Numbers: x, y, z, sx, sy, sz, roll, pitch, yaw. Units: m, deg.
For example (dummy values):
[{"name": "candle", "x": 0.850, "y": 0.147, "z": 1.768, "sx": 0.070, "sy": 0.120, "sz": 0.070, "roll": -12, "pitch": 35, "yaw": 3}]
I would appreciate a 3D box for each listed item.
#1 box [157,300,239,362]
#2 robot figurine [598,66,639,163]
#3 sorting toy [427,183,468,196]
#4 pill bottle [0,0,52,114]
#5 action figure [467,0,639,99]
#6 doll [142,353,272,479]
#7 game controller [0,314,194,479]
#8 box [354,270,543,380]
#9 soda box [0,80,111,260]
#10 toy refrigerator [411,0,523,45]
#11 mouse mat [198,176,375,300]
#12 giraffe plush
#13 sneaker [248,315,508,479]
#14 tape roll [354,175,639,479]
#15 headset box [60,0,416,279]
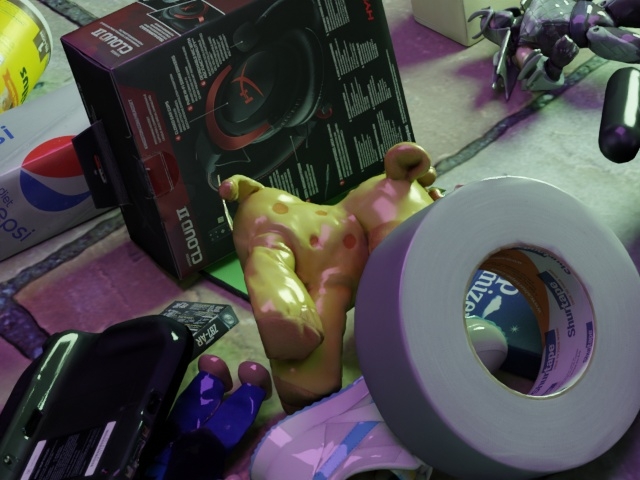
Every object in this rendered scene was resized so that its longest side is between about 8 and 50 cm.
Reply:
[{"name": "box", "x": -0.117, "y": 0.077, "z": 1.457, "sx": 0.067, "sy": 0.018, "sz": 0.083, "roll": -40, "pitch": 24, "yaw": -32}, {"name": "robot figurine", "x": 0.349, "y": -0.067, "z": 1.421, "sx": 0.173, "sy": 0.209, "sz": 0.278, "roll": -26, "pitch": 31, "yaw": 31}, {"name": "sorting toy", "x": 0.131, "y": -0.031, "z": 1.551, "sx": 0.083, "sy": 0.012, "sz": 0.062, "roll": 4, "pitch": 41, "yaw": 8}, {"name": "pill bottle", "x": -0.356, "y": -0.151, "z": 1.735, "sx": 0.117, "sy": 0.117, "sz": 0.215, "roll": 4, "pitch": 42, "yaw": 18}, {"name": "action figure", "x": 0.274, "y": -0.208, "z": 1.670, "sx": 0.285, "sy": 0.099, "sz": 0.185, "roll": 6, "pitch": 59, "yaw": 27}, {"name": "doll", "x": -0.112, "y": 0.166, "z": 1.350, "sx": 0.129, "sy": 0.046, "sz": 0.189, "roll": 8, "pitch": 41, "yaw": 26}, {"name": "game controller", "x": -0.200, "y": 0.178, "z": 1.324, "sx": 0.166, "sy": 0.067, "sz": 0.319, "roll": -9, "pitch": 37, "yaw": 25}, {"name": "box", "x": 0.158, "y": 0.048, "z": 1.439, "sx": 0.225, "sy": 0.036, "sz": 0.136, "roll": 16, "pitch": 46, "yaw": 28}, {"name": "soda box", "x": -0.253, "y": -0.071, "z": 1.635, "sx": 0.286, "sy": 0.091, "sz": 0.098, "roll": -26, "pitch": 42, "yaw": -17}, {"name": "toy refrigerator", "x": 0.215, "y": -0.317, "z": 1.814, "sx": 0.269, "sy": 0.102, "sz": 0.094, "roll": -34, "pitch": 44, "yaw": -25}, {"name": "mouse mat", "x": 0.000, "y": 0.000, "z": 1.557, "sx": 0.152, "sy": 0.007, "sz": 0.189, "roll": 27, "pitch": 51, "yaw": 37}, {"name": "giraffe plush", "x": 0.025, "y": 0.017, "z": 1.368, "sx": 0.170, "sy": 0.181, "sz": 0.210, "roll": -16, "pitch": 71, "yaw": -2}, {"name": "sneaker", "x": 0.061, "y": 0.143, "z": 1.320, "sx": 0.228, "sy": 0.087, "sz": 0.092, "roll": -33, "pitch": 58, "yaw": -21}, {"name": "tape roll", "x": 0.136, "y": 0.066, "z": 1.285, "sx": 0.219, "sy": 0.219, "sz": 0.072, "roll": -41, "pitch": 6, "yaw": -31}, {"name": "headset box", "x": -0.079, "y": -0.120, "z": 1.545, "sx": 0.293, "sy": 0.218, "sz": 0.110, "roll": -29, "pitch": 34, "yaw": -19}]
